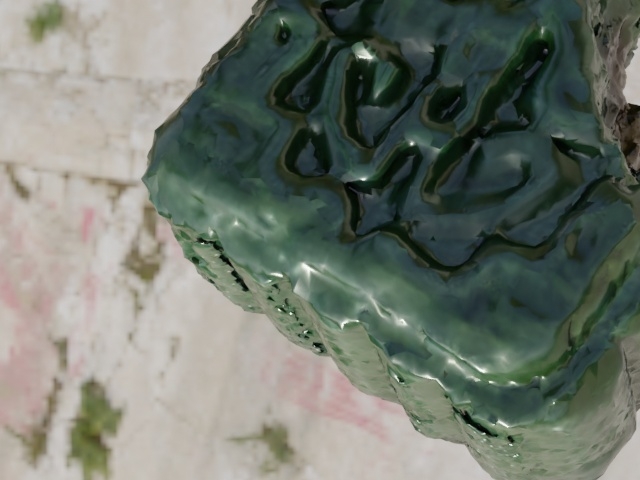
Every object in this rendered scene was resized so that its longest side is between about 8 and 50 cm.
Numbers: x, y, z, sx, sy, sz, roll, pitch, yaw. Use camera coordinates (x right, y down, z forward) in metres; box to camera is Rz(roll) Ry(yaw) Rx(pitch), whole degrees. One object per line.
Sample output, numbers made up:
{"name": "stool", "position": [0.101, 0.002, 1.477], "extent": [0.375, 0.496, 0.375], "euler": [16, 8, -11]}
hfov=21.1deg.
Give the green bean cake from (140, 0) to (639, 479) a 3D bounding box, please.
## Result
{"name": "green bean cake", "position": [0.096, -0.056, 0.972], "extent": [0.300, 0.169, 0.308], "euler": [31, 78, 21]}
